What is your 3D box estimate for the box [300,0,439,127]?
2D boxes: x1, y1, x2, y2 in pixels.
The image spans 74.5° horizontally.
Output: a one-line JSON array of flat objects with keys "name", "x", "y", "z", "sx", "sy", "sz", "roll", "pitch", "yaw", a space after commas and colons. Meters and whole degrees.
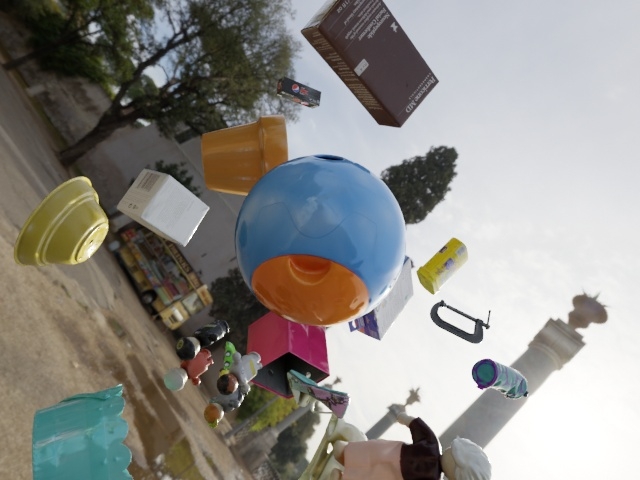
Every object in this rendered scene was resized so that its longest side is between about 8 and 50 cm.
[{"name": "box", "x": 0.148, "y": -0.526, "z": 1.211, "sx": 0.381, "sy": 0.191, "sz": 0.143, "roll": 39, "pitch": 0, "yaw": -31}]

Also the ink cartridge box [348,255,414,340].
[{"name": "ink cartridge box", "x": 0.274, "y": 0.272, "z": 1.966, "sx": 0.151, "sy": 0.395, "sz": 0.270, "roll": 17, "pitch": -42, "yaw": 34}]

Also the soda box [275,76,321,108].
[{"name": "soda box", "x": -0.081, "y": -0.552, "z": 1.577, "sx": 0.053, "sy": 0.168, "sz": 0.060, "roll": 1, "pitch": -97, "yaw": 55}]

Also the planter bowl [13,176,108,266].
[{"name": "planter bowl", "x": -0.513, "y": -0.017, "z": 0.878, "sx": 0.090, "sy": 0.217, "sz": 0.217, "roll": 32, "pitch": -19, "yaw": -7}]

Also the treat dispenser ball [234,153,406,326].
[{"name": "treat dispenser ball", "x": 0.000, "y": 0.000, "z": 0.717, "sx": 0.288, "sy": 0.288, "sz": 0.288, "roll": 46, "pitch": -22, "yaw": 25}]

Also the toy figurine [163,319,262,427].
[{"name": "toy figurine", "x": -0.275, "y": 0.335, "z": 1.067, "sx": 0.209, "sy": 0.148, "sz": 0.213, "roll": 41, "pitch": -58, "yaw": 14}]

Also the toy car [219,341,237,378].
[{"name": "toy car", "x": -0.339, "y": 0.487, "z": 1.570, "sx": 0.239, "sy": 0.053, "sz": 0.225, "roll": -142, "pitch": -121, "yaw": -69}]

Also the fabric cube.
[{"name": "fabric cube", "x": -0.139, "y": 0.466, "z": 1.781, "sx": 0.259, "sy": 0.254, "sz": 0.258, "roll": 40, "pitch": 26, "yaw": -31}]

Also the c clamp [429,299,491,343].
[{"name": "c clamp", "x": 0.348, "y": 0.195, "z": 1.047, "sx": 0.160, "sy": 0.137, "sz": 0.022, "roll": 23, "pitch": -51, "yaw": 3}]

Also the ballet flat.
[{"name": "ballet flat", "x": -0.019, "y": 0.409, "z": 1.110, "sx": 0.221, "sy": 0.079, "sz": 0.077, "roll": 7, "pitch": -18, "yaw": 42}]

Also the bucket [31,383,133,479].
[{"name": "bucket", "x": -0.547, "y": 0.492, "z": 0.980, "sx": 0.281, "sy": 0.183, "sz": 0.281, "roll": 13, "pitch": -75, "yaw": 61}]

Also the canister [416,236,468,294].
[{"name": "canister", "x": 0.405, "y": 0.084, "z": 1.388, "sx": 0.073, "sy": 0.170, "sz": 0.126, "roll": 41, "pitch": -10, "yaw": 38}]

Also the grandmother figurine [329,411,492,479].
[{"name": "grandmother figurine", "x": 0.187, "y": 0.473, "z": 0.898, "sx": 0.342, "sy": 0.208, "sz": 0.104, "roll": -18, "pitch": -39, "yaw": 31}]

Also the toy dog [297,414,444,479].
[{"name": "toy dog", "x": 0.180, "y": 0.704, "z": 1.187, "sx": 0.407, "sy": 0.285, "sz": 0.395, "roll": 28, "pitch": -21, "yaw": 0}]

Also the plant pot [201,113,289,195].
[{"name": "plant pot", "x": -0.176, "y": -0.188, "z": 0.988, "sx": 0.205, "sy": 0.187, "sz": 0.205, "roll": 176, "pitch": -90, "yaw": -82}]

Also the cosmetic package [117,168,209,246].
[{"name": "cosmetic package", "x": -0.481, "y": -0.101, "z": 1.297, "sx": 0.151, "sy": 0.152, "sz": 0.184, "roll": 17, "pitch": -19, "yaw": 39}]

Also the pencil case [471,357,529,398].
[{"name": "pencil case", "x": 0.402, "y": 0.312, "z": 0.940, "sx": 0.151, "sy": 0.070, "sz": 0.064, "roll": 28, "pitch": -9, "yaw": -34}]
